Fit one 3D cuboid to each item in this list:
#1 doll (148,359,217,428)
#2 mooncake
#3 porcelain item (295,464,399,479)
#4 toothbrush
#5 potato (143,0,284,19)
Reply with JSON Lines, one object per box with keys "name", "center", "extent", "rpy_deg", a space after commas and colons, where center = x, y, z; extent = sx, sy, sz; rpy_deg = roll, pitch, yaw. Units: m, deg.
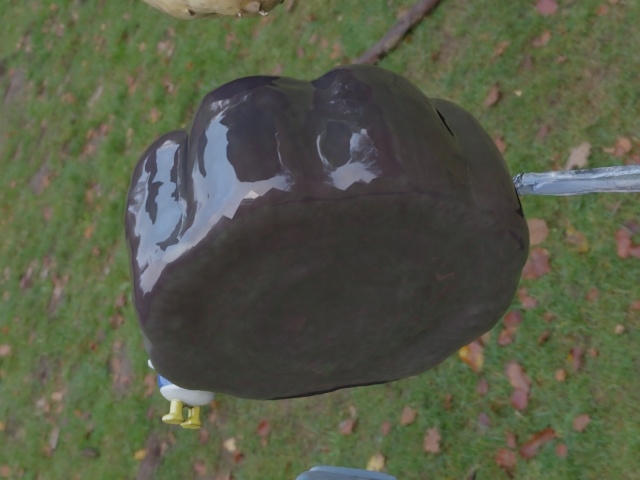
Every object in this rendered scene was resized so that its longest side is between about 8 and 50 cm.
{"name": "doll", "center": [-0.130, 0.115, 0.941], "extent": [0.058, 0.099, 0.143], "rpy_deg": [-18, 61, 40]}
{"name": "mooncake", "center": [0.000, 0.000, 0.719], "extent": [0.306, 0.306, 0.154], "rpy_deg": [-45, 42, 31]}
{"name": "porcelain item", "center": [0.051, 0.418, 1.263], "extent": [0.405, 0.243, 0.178], "rpy_deg": [118, 160, -87]}
{"name": "toothbrush", "center": [0.247, -0.057, 0.929], "extent": [0.413, 0.035, 0.042], "rpy_deg": [-3, 59, 37]}
{"name": "potato", "center": [-0.119, -0.276, 0.804], "extent": [0.161, 0.235, 0.128], "rpy_deg": [-60, -10, -6]}
